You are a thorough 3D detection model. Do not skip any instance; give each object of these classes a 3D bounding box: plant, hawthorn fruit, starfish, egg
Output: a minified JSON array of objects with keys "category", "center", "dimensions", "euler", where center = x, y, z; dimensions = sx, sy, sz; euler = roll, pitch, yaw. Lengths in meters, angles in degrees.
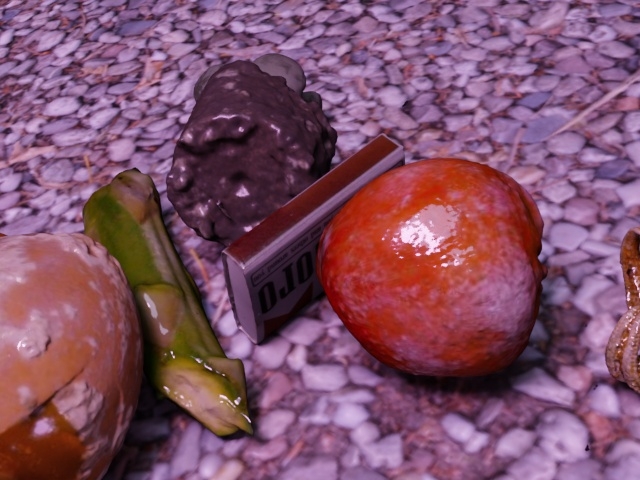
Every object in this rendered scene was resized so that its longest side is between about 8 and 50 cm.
[{"category":"plant","center":[-0.060,-0.098,0.799],"dimensions":[0.146,0.149,0.274],"euler":[29,23,-15]},{"category":"hawthorn fruit","center":[0.082,0.020,0.620],"dimensions":[0.173,0.172,0.172],"euler":[-7,43,7]},{"category":"starfish","center":[0.301,0.060,0.586],"dimensions":[0.190,0.074,0.146],"euler":[12,50,25]},{"category":"egg","center":[-0.224,0.099,0.589],"dimensions":[0.195,0.195,0.233],"euler":[23,63,32]}]

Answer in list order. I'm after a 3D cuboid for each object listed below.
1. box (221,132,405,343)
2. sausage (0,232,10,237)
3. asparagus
[{"category":"box","center":[0.000,0.000,0.695],"dimensions":[0.177,0.115,0.036],"euler":[-38,61,-23]},{"category":"sausage","center":[-0.312,0.032,0.755],"dimensions":[0.238,0.098,0.098],"euler":[15,50,26]},{"category":"asparagus","center":[-0.143,0.044,0.716],"dimensions":[0.085,0.082,0.343],"euler":[8,33,-33]}]
